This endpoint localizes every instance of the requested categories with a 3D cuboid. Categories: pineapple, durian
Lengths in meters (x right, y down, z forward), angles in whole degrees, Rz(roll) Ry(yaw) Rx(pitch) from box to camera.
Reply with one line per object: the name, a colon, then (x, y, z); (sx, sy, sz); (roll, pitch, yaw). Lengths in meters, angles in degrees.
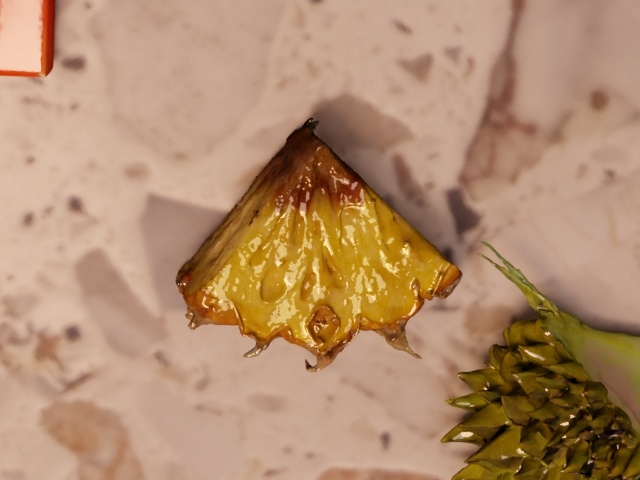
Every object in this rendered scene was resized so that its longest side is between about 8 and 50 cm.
pineapple: (0.000, 0.000, 0.837); (0.137, 0.069, 0.116); (-3, 101, -13)
durian: (0.231, 0.125, 0.882); (0.355, 0.157, 0.169); (10, 69, -8)

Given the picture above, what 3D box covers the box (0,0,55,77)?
box: (-0.241, -0.147, 0.783); (0.245, 0.035, 0.139); (2, 105, -5)
